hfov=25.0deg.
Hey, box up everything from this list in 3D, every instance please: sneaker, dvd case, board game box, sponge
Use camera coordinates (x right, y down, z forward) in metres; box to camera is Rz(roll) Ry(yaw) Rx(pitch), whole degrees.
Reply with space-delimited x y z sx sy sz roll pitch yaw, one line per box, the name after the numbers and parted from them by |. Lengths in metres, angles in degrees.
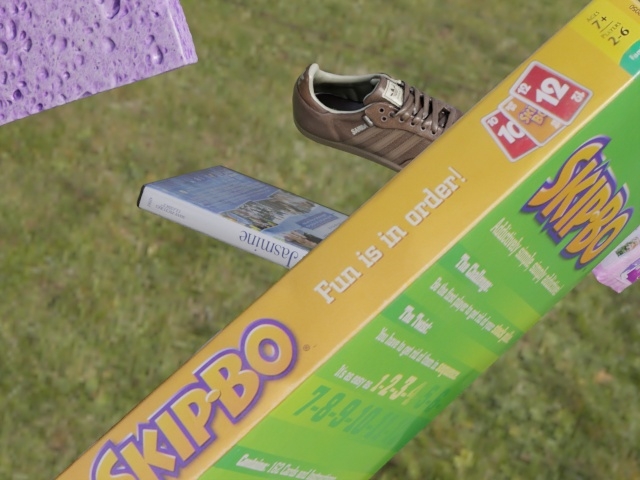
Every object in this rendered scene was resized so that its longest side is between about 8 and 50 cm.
0.066 -0.102 1.226 0.188 0.071 0.066 12 59 7 | sneaker
0.000 0.000 1.147 0.253 0.022 0.180 22 12 11 | dvd case
0.023 0.028 0.443 0.259 0.124 0.039 -39 67 -9 | board game box
-0.203 -0.156 1.064 0.210 0.117 0.031 -15 10 20 | sponge

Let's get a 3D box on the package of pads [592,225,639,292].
0.261 0.005 1.182 0.050 0.083 0.032 24 33 -51 | package of pads
